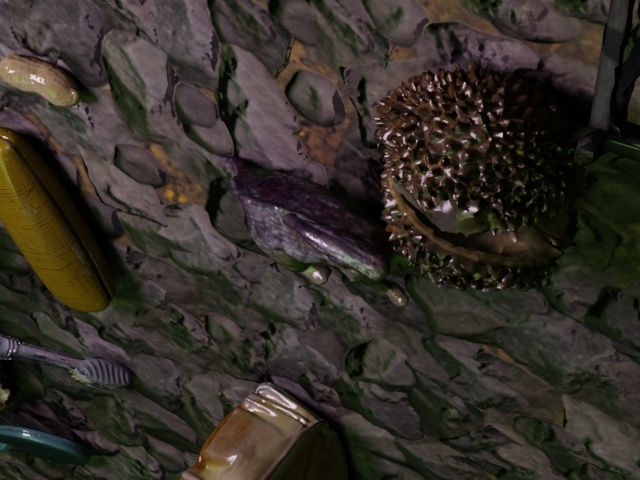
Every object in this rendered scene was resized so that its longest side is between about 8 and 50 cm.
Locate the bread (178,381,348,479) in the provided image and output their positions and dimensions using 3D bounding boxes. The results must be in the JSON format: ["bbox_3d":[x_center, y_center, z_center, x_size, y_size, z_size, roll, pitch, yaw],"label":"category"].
[{"bbox_3d":[-0.066,0.273,1.888,0.110,0.210,0.192,17,142,29],"label":"bread"}]

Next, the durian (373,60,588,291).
[{"bbox_3d":[0.117,-0.052,1.425,0.196,0.167,0.196,20,121,37],"label":"durian"}]

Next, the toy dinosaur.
[{"bbox_3d":[0.004,-0.006,1.564,0.162,0.077,0.294,32,170,-30],"label":"toy dinosaur"}]

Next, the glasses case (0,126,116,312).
[{"bbox_3d":[-0.279,-0.020,1.828,0.079,0.064,0.234,4,136,38],"label":"glasses case"}]

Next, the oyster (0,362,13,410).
[{"bbox_3d":[-0.474,0.139,2.066,0.337,0.198,0.133,72,176,-71],"label":"oyster"}]

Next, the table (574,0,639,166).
[{"bbox_3d":[0.354,-0.145,1.002,0.335,0.272,0.222,21,144,17],"label":"table"}]

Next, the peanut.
[{"bbox_3d":[-0.259,-0.149,1.685,0.083,0.037,0.037,28,145,11],"label":"peanut"}]

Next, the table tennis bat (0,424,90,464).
[{"bbox_3d":[-0.370,0.245,2.215,0.201,0.033,0.124,4,160,34],"label":"table tennis bat"}]

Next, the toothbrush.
[{"bbox_3d":[-0.381,0.101,1.930,0.413,0.035,0.042,20,157,-31],"label":"toothbrush"}]
